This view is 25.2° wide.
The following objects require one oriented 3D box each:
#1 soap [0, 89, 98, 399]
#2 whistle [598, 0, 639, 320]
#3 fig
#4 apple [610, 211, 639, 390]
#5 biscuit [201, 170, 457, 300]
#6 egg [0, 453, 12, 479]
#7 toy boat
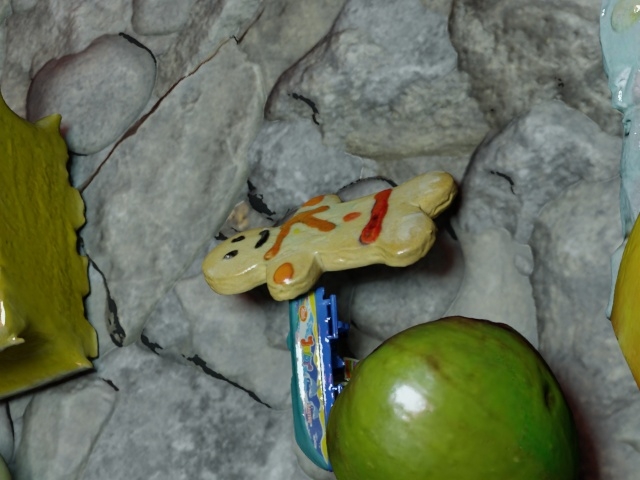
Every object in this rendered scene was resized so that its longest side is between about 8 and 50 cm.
[{"bbox_3d":[-0.404,0.030,1.450,0.335,0.156,0.293,-19,66,23],"label":"soap"},{"bbox_3d":[0.279,-0.104,1.131,0.142,0.134,0.346,-8,72,63],"label":"whistle"},{"bbox_3d":[0.105,0.147,1.101,0.191,0.181,0.181,35,89,14],"label":"fig"},{"bbox_3d":[0.369,0.063,0.857,0.374,0.384,0.374,-34,13,9],"label":"apple"},{"bbox_3d":[0.000,0.000,1.256,0.234,0.030,0.153,-12,25,25],"label":"biscuit"},{"bbox_3d":[-0.381,0.243,1.337,0.201,0.164,0.164,-11,65,30],"label":"egg"},{"bbox_3d":[0.028,0.124,1.213,0.110,0.091,0.175,-3,69,-1],"label":"toy boat"}]
